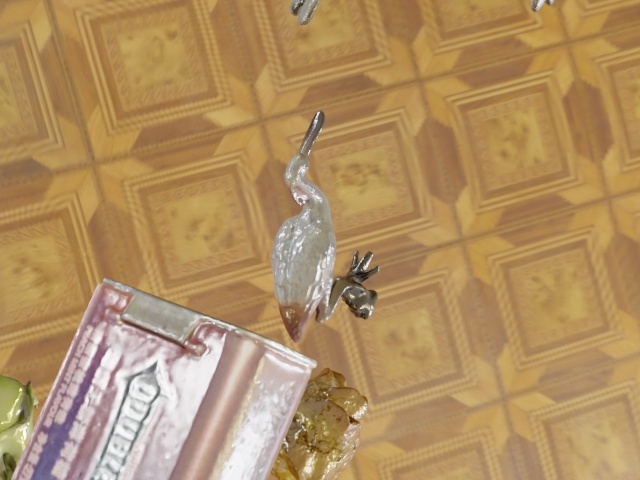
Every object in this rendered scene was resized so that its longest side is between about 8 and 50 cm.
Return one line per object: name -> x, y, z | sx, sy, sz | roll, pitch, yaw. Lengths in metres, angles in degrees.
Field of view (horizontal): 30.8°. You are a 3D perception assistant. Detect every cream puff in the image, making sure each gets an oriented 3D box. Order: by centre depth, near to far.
cream puff -> -0.013, 0.176, 1.098 | 0.122, 0.094, 0.116 | -8, 54, 13

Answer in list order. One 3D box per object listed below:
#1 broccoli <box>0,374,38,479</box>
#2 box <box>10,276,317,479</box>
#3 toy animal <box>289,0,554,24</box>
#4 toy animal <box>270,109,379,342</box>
broccoli -> -0.387, 0.291, 1.284 | 0.334, 0.272, 0.324 | 10, 66, -14
box -> -0.097, 0.138, 0.550 | 0.069, 0.120, 0.224 | 34, 75, -49
toy animal -> 0.140, -0.289, 0.827 | 0.284, 0.225, 0.302 | 5, 112, -15
toy animal -> -0.015, 0.005, 1.618 | 0.195, 0.090, 0.324 | -52, 137, -33
